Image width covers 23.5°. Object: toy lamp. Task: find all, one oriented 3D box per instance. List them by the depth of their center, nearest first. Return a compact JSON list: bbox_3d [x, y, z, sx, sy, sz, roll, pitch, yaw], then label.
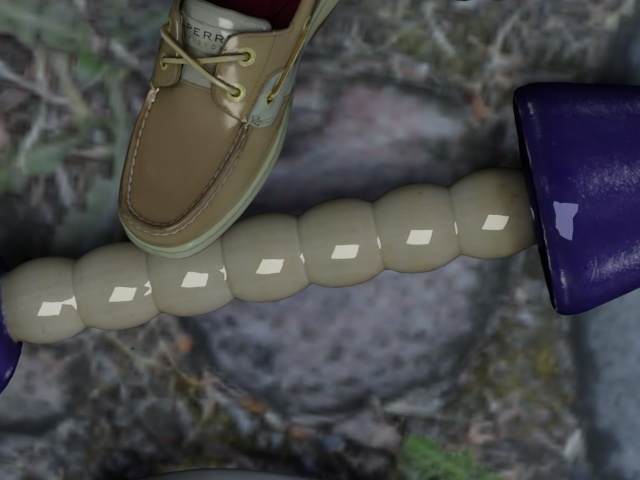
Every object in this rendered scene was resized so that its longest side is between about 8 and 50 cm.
[{"bbox_3d":[0.000,0.000,0.507,0.274,0.080,0.080,-9,111,5],"label":"toy lamp"}]

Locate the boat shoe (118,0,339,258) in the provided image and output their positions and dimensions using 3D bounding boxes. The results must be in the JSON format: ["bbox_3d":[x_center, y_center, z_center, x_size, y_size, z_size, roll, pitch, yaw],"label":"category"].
[{"bbox_3d":[-0.028,-0.061,0.469,0.050,0.045,0.135,19,79,19],"label":"boat shoe"}]

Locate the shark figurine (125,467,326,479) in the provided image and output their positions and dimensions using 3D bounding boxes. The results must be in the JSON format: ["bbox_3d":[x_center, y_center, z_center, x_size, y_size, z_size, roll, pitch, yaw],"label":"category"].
[{"bbox_3d":[0.034,0.154,0.550,0.166,0.116,0.278,-40,108,13],"label":"shark figurine"}]
